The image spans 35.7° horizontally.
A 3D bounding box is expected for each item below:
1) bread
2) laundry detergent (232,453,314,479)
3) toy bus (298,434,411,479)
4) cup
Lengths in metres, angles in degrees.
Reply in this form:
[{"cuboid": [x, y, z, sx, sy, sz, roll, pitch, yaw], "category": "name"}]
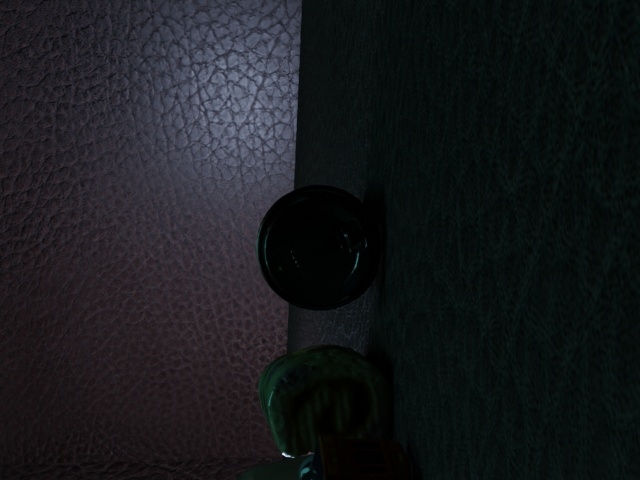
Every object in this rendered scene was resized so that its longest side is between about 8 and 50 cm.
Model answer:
[{"cuboid": [-0.002, 0.246, 1.583, 0.338, 0.187, 0.155, 158, 106, -85], "category": "bread"}, {"cuboid": [-0.067, 0.508, 2.033, 0.171, 0.237, 0.076, 58, -158, -52], "category": "laundry detergent"}, {"cuboid": [0.044, 0.432, 1.302, 0.143, 0.153, 0.329, -108, 19, -77], "category": "toy bus"}, {"cuboid": [0.000, 0.000, 1.618, 0.280, 0.196, 0.197, -79, -11, -82], "category": "cup"}]
